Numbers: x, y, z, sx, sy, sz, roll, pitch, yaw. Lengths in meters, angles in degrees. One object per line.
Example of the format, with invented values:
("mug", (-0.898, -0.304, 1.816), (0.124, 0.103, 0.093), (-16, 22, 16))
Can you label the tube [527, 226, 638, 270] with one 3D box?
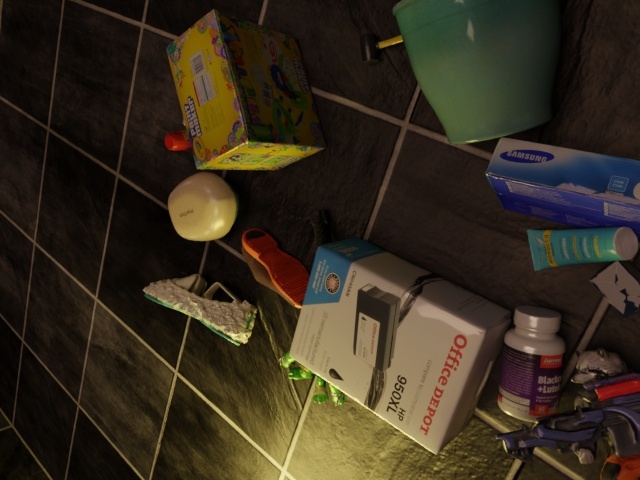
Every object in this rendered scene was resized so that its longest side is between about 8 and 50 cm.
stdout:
("tube", (0.441, 0.011, 0.902), (0.207, 0.052, 0.080), (167, 97, -70))

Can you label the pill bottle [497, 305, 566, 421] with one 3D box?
("pill bottle", (0.394, 0.225, 0.964), (0.108, 0.108, 0.194), (9, 101, 36))

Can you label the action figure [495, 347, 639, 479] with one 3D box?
("action figure", (0.475, 0.347, 0.884), (0.341, 0.178, 0.331), (-9, 85, 13))

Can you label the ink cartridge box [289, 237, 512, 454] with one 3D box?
("ink cartridge box", (0.155, 0.203, 1.105), (0.394, 0.166, 0.286), (26, 111, 31))

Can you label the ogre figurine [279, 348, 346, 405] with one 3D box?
("ogre figurine", (-0.018, 0.320, 1.301), (0.197, 0.096, 0.118), (45, 139, 41))

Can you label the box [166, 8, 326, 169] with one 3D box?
("box", (-0.164, -0.328, 1.209), (0.177, 0.279, 0.290), (-18, 84, 37))

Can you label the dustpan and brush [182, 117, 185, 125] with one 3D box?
("dustpan and brush", (-0.293, -0.394, 1.445), (0.211, 0.060, 0.147), (2, 84, 43))

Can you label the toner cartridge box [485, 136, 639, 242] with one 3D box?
("toner cartridge box", (0.460, -0.070, 0.836), (0.347, 0.165, 0.075), (19, 81, 33))

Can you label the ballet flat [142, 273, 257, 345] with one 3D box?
("ballet flat", (-0.342, 0.176, 1.521), (0.408, 0.147, 0.147), (19, 107, 31))

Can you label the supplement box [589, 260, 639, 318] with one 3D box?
("supplement box", (0.511, 0.075, 0.873), (0.056, 0.083, 0.083), (-47, 68, 31))

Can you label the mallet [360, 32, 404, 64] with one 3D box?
("mallet", (0.170, -0.418, 1.103), (0.189, 0.039, 0.063), (3, 98, 33))

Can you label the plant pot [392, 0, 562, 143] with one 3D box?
("plant pot", (0.285, -0.310, 0.898), (0.271, 0.271, 0.255), (-5, 106, 37))

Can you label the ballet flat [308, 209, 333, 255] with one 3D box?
("ballet flat", (0.000, 0.000, 1.232), (0.049, 0.057, 0.173), (-21, 47, 19))

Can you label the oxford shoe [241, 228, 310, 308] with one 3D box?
("oxford shoe", (-0.112, 0.088, 1.353), (0.271, 0.096, 0.098), (48, 141, 27))

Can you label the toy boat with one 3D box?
("toy boat", (-0.326, -0.159, 1.454), (0.267, 0.148, 0.319), (-7, 99, 42))
